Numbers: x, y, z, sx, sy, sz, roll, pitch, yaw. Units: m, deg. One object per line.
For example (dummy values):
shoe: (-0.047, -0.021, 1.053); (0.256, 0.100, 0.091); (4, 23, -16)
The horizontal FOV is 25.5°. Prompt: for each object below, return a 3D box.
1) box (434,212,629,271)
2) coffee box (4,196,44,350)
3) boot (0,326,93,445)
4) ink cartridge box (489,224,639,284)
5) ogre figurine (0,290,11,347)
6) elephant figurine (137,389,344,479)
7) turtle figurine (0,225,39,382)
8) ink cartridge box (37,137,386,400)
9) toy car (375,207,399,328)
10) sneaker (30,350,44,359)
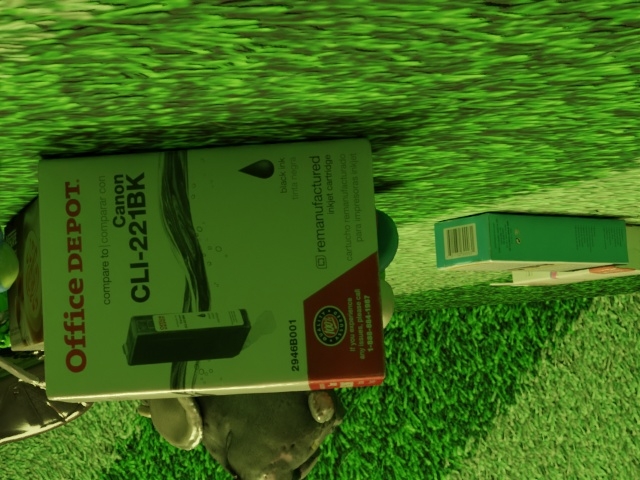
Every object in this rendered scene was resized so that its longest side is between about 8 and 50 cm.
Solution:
box: (0.266, 0.004, 1.767); (0.244, 0.060, 0.100); (1, 172, -38)
coffee box: (-0.250, 0.036, 1.424); (0.098, 0.141, 0.246); (-1, 175, -21)
boot: (-0.503, 0.189, 2.045); (0.377, 0.138, 0.284); (-20, -153, 2)
ink cartridge box: (0.340, 0.022, 1.948); (0.198, 0.067, 0.115); (-10, 171, 38)
ogre figurine: (-0.469, 0.091, 1.904); (0.097, 0.118, 0.197); (-5, 177, -30)
elephant figurine: (-0.107, 0.136, 1.316); (0.239, 0.186, 0.169); (36, -166, 10)
turtle figurine: (-0.395, 0.067, 1.200); (0.266, 0.198, 0.274); (13, 133, 5)
ink cartridge box: (-0.088, 0.028, 1.163); (0.273, 0.197, 0.114); (-4, 172, 1)
toy car: (0.001, 0.006, 1.390); (0.182, 0.159, 0.136); (5, 131, -37)
sneaker: (-0.269, 0.076, 1.755); (0.276, 0.097, 0.135); (-35, -165, 46)
